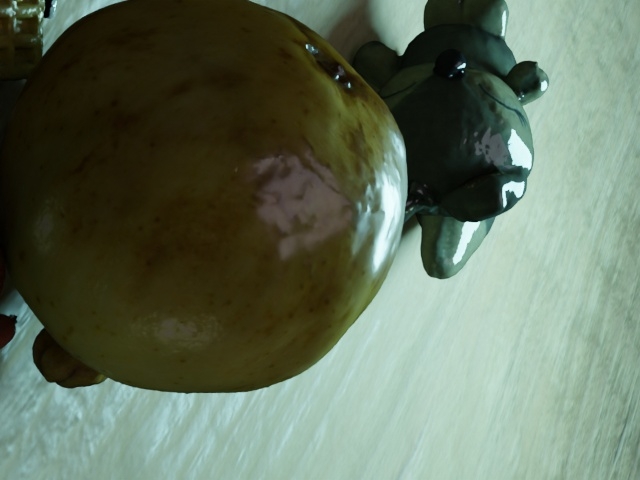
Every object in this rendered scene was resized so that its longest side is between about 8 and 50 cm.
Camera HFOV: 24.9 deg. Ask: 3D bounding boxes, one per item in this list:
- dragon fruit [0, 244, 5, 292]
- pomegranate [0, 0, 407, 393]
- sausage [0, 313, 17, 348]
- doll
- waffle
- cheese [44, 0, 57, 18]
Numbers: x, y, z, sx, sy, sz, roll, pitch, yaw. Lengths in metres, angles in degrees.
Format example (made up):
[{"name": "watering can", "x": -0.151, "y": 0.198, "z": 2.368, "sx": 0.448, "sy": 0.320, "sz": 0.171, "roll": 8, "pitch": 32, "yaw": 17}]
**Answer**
[{"name": "dragon fruit", "x": -0.350, "y": 0.012, "z": 1.110, "sx": 0.268, "sy": 0.130, "sz": 0.295, "roll": 40, "pitch": 52, "yaw": -42}, {"name": "pomegranate", "x": -0.124, "y": -0.019, "z": 1.314, "sx": 0.410, "sy": 0.410, "sz": 0.410, "roll": -6, "pitch": 97, "yaw": -60}, {"name": "sausage", "x": -0.341, "y": 0.122, "z": 1.237, "sx": 0.253, "sy": 0.034, "sz": 0.034, "roll": -41, "pitch": 126, "yaw": -53}, {"name": "doll", "x": 0.187, "y": -0.099, "z": 1.894, "sx": 0.382, "sy": 0.252, "sz": 0.379, "roll": -72, "pitch": 146, "yaw": -42}, {"name": "waffle", "x": -0.309, "y": -0.194, "z": 1.261, "sx": 0.191, "sy": 0.032, "sz": 0.125, "roll": -14, "pitch": 113, "yaw": -61}, {"name": "cheese", "x": -0.245, "y": -0.287, "z": 1.346, "sx": 0.036, "sy": 0.086, "sz": 0.163, "roll": -2, "pitch": 108, "yaw": -53}]
